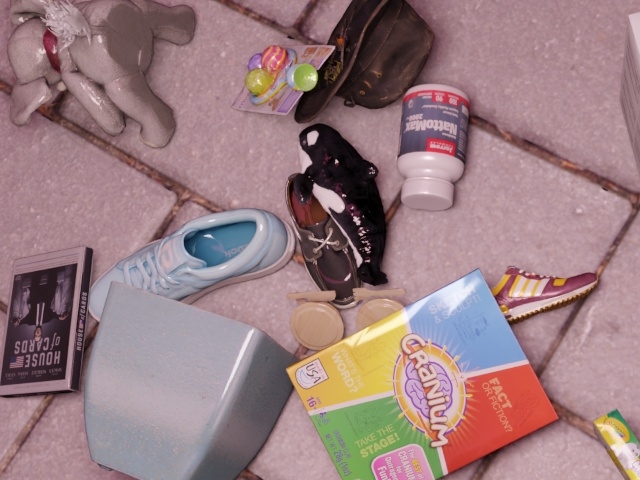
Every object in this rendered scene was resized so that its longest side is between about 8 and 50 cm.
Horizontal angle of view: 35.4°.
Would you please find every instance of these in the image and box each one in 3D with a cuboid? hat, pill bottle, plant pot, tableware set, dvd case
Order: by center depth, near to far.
[{"bbox_3d":[-0.206,0.237,1.477,0.247,0.248,0.252,17,76,19],"label":"plant pot"},{"bbox_3d":[0.049,0.123,1.546,0.194,0.039,0.128,-3,115,16],"label":"tableware set"},{"bbox_3d":[0.176,-0.144,1.581,0.107,0.108,0.180,2,73,15],"label":"pill bottle"},{"bbox_3d":[0.093,-0.299,1.592,0.134,0.331,0.331,30,80,-12],"label":"hat"},{"bbox_3d":[-0.457,0.137,1.669,0.179,0.029,0.239,-10,68,33],"label":"dvd case"}]

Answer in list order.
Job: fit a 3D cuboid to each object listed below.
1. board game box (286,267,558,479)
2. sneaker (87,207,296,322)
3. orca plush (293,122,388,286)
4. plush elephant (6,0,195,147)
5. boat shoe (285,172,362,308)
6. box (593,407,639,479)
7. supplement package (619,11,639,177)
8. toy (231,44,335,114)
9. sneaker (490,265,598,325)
[{"bbox_3d":[0.145,0.217,1.453,0.316,0.064,0.242,-29,86,6],"label":"board game box"},{"bbox_3d":[-0.229,0.029,1.607,0.365,0.150,0.135,-24,67,8],"label":"sneaker"},{"bbox_3d":[0.046,-0.076,1.551,0.151,0.102,0.287,8,55,-27],"label":"orca plush"},{"bbox_3d":[-0.415,-0.314,1.723,0.255,0.330,0.272,-1,79,34],"label":"plush elephant"},{"bbox_3d":[0.000,0.000,1.597,0.084,0.079,0.233,-23,70,5],"label":"boat shoe"},{"bbox_3d":[0.436,0.320,1.361,0.043,0.105,0.179,-30,68,5],"label":"box"},{"bbox_3d":[0.547,-0.194,1.414,0.199,0.263,0.198,-12,70,10],"label":"supplement package"},{"bbox_3d":[-0.080,-0.278,1.649,0.137,0.056,0.237,-56,31,-7],"label":"toy"},{"bbox_3d":[0.316,0.068,1.494,0.185,0.069,0.084,-21,74,7],"label":"sneaker"}]
